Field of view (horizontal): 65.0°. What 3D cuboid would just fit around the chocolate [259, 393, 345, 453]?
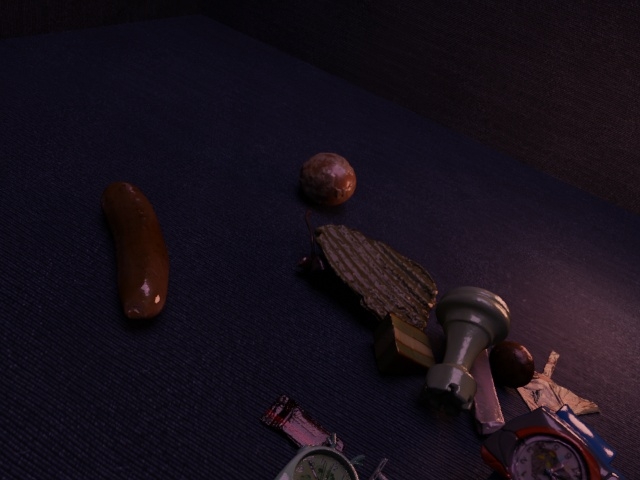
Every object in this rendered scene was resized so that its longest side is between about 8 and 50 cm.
[{"bbox_3d":[-0.037,0.406,1.064,0.183,0.028,0.086,35,47,14],"label":"chocolate"}]

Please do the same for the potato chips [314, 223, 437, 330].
[{"bbox_3d":[0.168,0.093,1.492,0.429,0.070,0.359,46,32,13],"label":"potato chips"}]

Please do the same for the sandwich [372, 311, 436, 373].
[{"bbox_3d":[0.237,0.264,1.277,0.188,0.144,0.117,5,56,-20],"label":"sandwich"}]

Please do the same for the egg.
[{"bbox_3d":[0.027,-0.217,1.798,0.195,0.194,0.233,-18,38,-42],"label":"egg"}]

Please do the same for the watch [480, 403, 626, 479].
[{"bbox_3d":[0.454,0.498,1.040,0.241,0.305,0.275,49,13,29],"label":"watch"}]

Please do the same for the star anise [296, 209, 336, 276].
[{"bbox_3d":[0.000,0.000,1.503,0.149,0.218,0.227,8,79,-17],"label":"star anise"}]

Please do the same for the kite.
[{"bbox_3d":[0.637,0.398,1.429,0.336,0.011,0.314,32,36,15],"label":"kite"}]

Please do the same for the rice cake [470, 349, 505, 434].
[{"bbox_3d":[0.419,0.357,1.331,0.073,0.056,0.364,4,35,3],"label":"rice cake"}]

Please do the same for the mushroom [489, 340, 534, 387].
[{"bbox_3d":[0.517,0.333,1.356,0.087,0.127,0.127,-4,40,-50],"label":"mushroom"}]

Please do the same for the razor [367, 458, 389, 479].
[{"bbox_3d":[0.160,0.515,1.016,0.135,0.040,0.068,39,39,14],"label":"razor"}]

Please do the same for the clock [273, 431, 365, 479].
[{"bbox_3d":[0.004,0.468,0.952,0.159,0.065,0.211,37,42,14],"label":"clock"}]

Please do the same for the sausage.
[{"bbox_3d":[-0.472,0.010,1.296,0.136,0.123,0.500,-5,43,-28],"label":"sausage"}]

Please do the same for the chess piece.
[{"bbox_3d":[0.354,0.280,1.262,0.195,0.194,0.299,27,52,8],"label":"chess piece"}]
